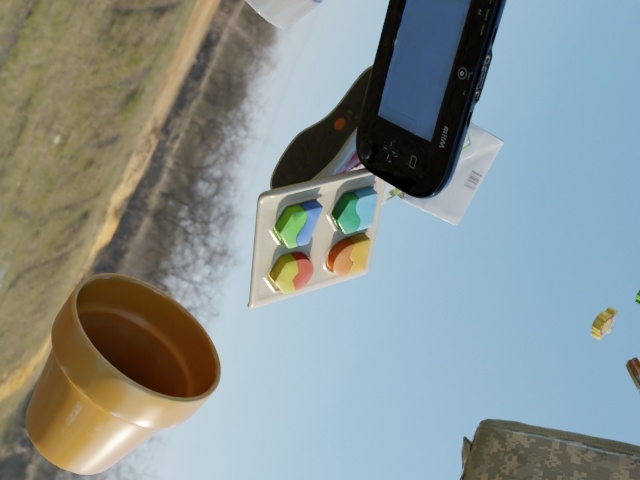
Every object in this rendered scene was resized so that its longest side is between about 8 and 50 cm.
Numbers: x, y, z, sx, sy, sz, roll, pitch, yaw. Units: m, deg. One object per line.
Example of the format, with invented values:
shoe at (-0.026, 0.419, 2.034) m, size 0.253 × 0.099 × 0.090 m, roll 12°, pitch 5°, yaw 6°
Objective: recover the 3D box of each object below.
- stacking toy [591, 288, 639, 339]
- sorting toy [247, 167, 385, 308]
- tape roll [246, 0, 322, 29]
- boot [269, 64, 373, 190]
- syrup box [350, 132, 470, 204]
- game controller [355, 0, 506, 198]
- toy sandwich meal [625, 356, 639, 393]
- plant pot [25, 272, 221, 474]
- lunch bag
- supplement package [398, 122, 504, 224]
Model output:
stacking toy at (0.562, 0.141, 1.426) m, size 0.221 × 0.167 × 0.052 m, roll -23°, pitch 134°, yaw -41°
sorting toy at (0.000, 0.000, 1.164) m, size 0.038 × 0.192 × 0.208 m, roll 51°, pitch -36°, yaw 37°
tape roll at (-0.091, -0.437, 1.373) m, size 0.072 × 0.219 × 0.219 m, roll -35°, pitch -158°, yaw 21°
boot at (0.057, -0.117, 1.258) m, size 0.244 × 0.176 × 0.088 m, roll -43°, pitch -127°, yaw 12°
syrup box at (0.114, -0.143, 1.399) m, size 0.236 × 0.096 × 0.093 m, roll -34°, pitch -142°, yaw -17°
game controller at (0.128, -0.213, 1.027) m, size 0.166 × 0.067 × 0.319 m, roll 43°, pitch -55°, yaw 52°
toy sandwich meal at (0.634, 0.269, 1.756) m, size 0.029 × 0.086 × 0.086 m, roll -28°, pitch -157°, yaw 16°
plant pot at (-0.258, 0.177, 1.080) m, size 0.188 × 0.205 × 0.205 m, roll -50°, pitch -164°, yaw 21°
lunch bag at (0.270, 0.337, 0.953) m, size 0.235 × 0.286 × 0.169 m, roll -61°, pitch 164°, yaw -46°
supplement package at (0.225, -0.171, 1.795) m, size 0.194 × 0.149 × 0.203 m, roll -61°, pitch -152°, yaw 10°
